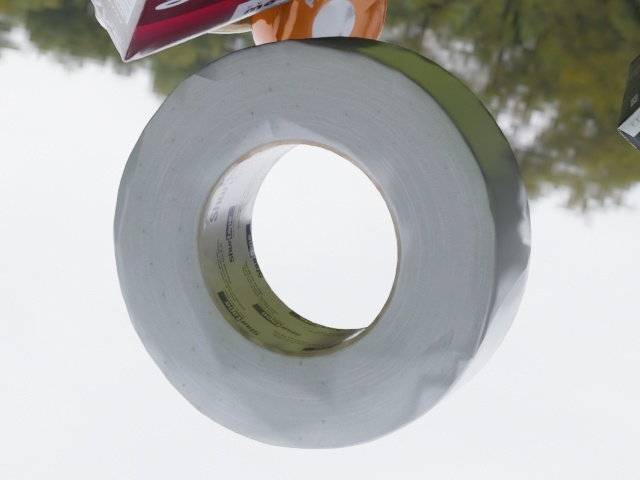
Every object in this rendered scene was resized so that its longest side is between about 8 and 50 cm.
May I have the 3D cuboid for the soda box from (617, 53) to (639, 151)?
[{"bbox_3d":[0.189,-0.075,0.882,0.053,0.060,0.169,43,-161,-3],"label":"soda box"}]

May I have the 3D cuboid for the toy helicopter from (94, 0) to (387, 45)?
[{"bbox_3d":[-0.105,-0.221,0.981,0.355,0.235,0.140,-3,-149,-37],"label":"toy helicopter"}]

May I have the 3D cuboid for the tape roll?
[{"bbox_3d":[0.000,0.000,0.955,0.219,0.219,0.072,18,-165,18],"label":"tape roll"}]

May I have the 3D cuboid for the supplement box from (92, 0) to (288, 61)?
[{"bbox_3d":[-0.034,-0.176,0.824,0.130,0.073,0.239,-23,171,-19],"label":"supplement box"}]
